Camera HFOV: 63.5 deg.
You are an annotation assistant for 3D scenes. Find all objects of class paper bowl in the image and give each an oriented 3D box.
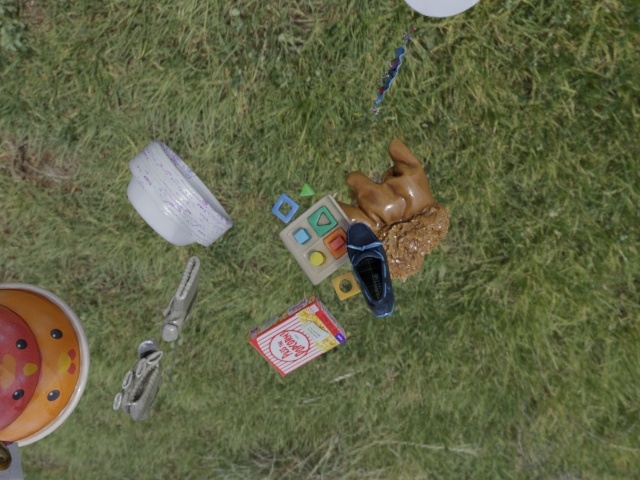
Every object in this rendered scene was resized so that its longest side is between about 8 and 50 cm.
[{"bbox_3d":[-0.363,-0.099,1.292,0.148,0.284,0.284,-42,126,-1],"label":"paper bowl"}]

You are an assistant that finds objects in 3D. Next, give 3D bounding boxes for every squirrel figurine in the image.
[{"bbox_3d":[0.202,-0.058,1.710,0.370,0.397,0.281,-34,165,-16],"label":"squirrel figurine"}]

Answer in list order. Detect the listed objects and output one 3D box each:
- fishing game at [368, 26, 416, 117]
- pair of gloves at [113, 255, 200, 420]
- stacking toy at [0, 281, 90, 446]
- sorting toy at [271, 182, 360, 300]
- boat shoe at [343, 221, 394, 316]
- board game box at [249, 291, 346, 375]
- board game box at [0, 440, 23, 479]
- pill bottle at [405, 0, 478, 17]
[{"bbox_3d":[0.194,-0.485,1.501,0.041,0.189,0.264,23,98,-7],"label":"fishing game"},{"bbox_3d":[-0.242,0.150,0.789,0.042,0.240,0.204,22,158,-5],"label":"pair of gloves"},{"bbox_3d":[-0.672,0.245,0.923,0.350,0.351,0.480,-2,174,-1],"label":"stacking toy"},{"bbox_3d":[0.000,0.000,1.402,0.196,0.047,0.348,-39,80,17],"label":"sorting toy"},{"bbox_3d":[0.125,0.052,1.244,0.109,0.258,0.089,-24,147,2],"label":"boat shoe"},{"bbox_3d":[-0.056,0.233,1.273,0.193,0.045,0.147,-32,119,11],"label":"board game box"},{"bbox_3d":[-0.587,0.336,0.582,0.318,0.066,0.318,-43,141,5],"label":"board game box"},{"bbox_3d":[0.203,-0.574,0.953,0.210,0.363,0.210,0,137,0],"label":"pill bottle"}]
